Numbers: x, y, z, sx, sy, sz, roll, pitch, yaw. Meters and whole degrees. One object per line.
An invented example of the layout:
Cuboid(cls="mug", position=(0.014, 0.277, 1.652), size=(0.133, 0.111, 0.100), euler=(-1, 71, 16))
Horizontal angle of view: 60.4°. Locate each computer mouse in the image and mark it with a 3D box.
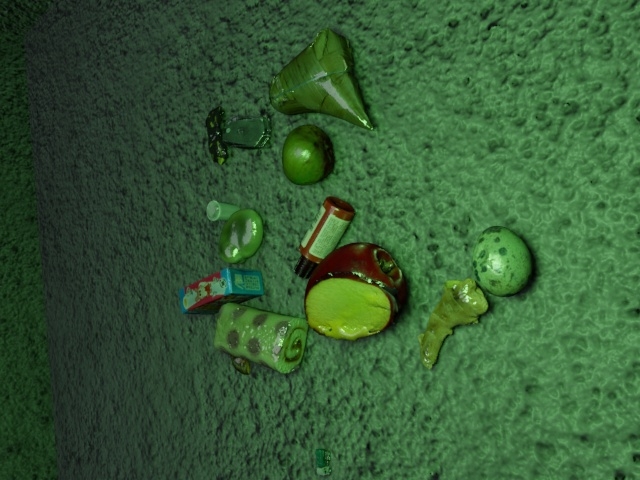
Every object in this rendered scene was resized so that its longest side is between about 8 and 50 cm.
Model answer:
Cuboid(cls="computer mouse", position=(-0.266, -0.389, 2.025), size=(0.231, 0.071, 0.126), euler=(5, 77, 30))

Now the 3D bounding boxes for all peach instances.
Cuboid(cls="peach", position=(0.099, 0.143, 1.608), size=(0.258, 0.201, 0.361), euler=(37, 133, -6))

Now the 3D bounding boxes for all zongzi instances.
Cuboid(cls="zongzi", position=(0.001, -0.430, 1.755), size=(0.323, 0.160, 0.360), euler=(-33, 74, 40))

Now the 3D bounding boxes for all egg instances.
Cuboid(cls="egg", position=(0.444, 0.049, 1.352), size=(0.141, 0.141, 0.181), euler=(-21, 63, 38))

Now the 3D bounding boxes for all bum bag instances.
Cuboid(cls="bum bag", position=(-0.404, -0.403, 2.147), size=(0.107, 0.060, 0.232), euler=(-21, 72, 47))

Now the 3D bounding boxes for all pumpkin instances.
Cuboid(cls="pumpkin", position=(-0.295, 0.442, 2.027), size=(0.073, 0.035, 0.101), euler=(0, 112, 34))

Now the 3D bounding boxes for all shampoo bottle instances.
Cuboid(cls="shampoo bottle", position=(0.000, 0.000, 1.753), size=(0.104, 0.104, 0.278), euler=(44, 115, 33))

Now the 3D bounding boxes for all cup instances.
Cuboid(cls="cup", position=(-0.372, -0.113, 2.067), size=(0.104, 0.116, 0.074), euler=(23, 103, 38))

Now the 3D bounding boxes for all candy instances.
Cuboid(cls="candy", position=(-0.368, 0.191, 2.019), size=(0.306, 0.157, 0.100), euler=(-23, 70, 37))

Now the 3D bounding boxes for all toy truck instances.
Cuboid(cls="toy truck", position=(0.006, 0.706, 1.753), size=(0.039, 0.044, 0.083), euler=(-11, 80, 42))

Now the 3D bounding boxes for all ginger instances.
Cuboid(cls="ginger", position=(0.346, 0.222, 1.472), size=(0.131, 0.086, 0.294), euler=(36, 119, 26))

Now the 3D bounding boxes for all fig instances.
Cuboid(cls="fig", position=(-0.045, -0.265, 1.763), size=(0.181, 0.181, 0.191), euler=(55, 127, 28))

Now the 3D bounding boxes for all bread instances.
Cuboid(cls="bread", position=(-0.212, 0.325, 1.884), size=(0.338, 0.155, 0.187), euler=(8, 88, 41))

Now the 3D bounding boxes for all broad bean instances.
Cuboid(cls="broad bean", position=(-0.294, -0.014, 2.017), size=(0.228, 0.100, 0.169), euler=(-41, 70, 18))
